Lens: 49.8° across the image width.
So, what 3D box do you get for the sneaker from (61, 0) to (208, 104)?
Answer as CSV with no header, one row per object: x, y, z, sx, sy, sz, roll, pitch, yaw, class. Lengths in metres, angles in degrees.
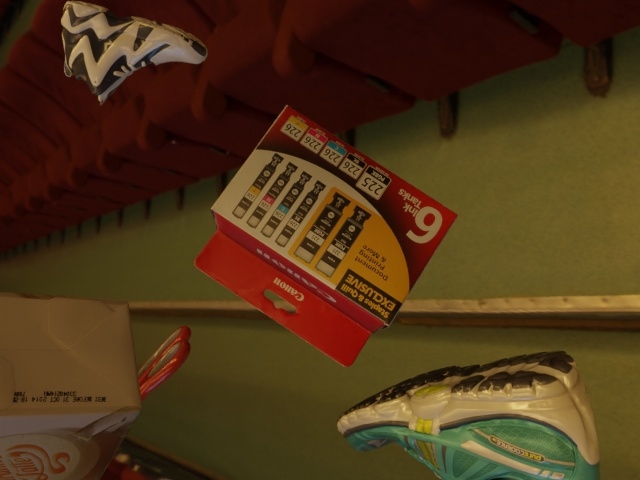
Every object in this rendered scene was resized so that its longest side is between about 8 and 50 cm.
-0.313,-0.288,1.134,0.094,0.235,0.152,-106,31,-67,sneaker

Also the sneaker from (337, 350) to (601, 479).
0.106,0.166,0.569,0.275,0.107,0.109,-26,80,58,sneaker

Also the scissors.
-0.265,0.231,0.884,0.297,0.021,0.109,-50,19,-10,scissors

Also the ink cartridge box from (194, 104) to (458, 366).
0.000,0.000,1.052,0.271,0.310,0.130,-57,-3,-14,ink cartridge box

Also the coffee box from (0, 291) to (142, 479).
-0.243,0.150,0.514,0.246,0.141,0.098,-54,42,36,coffee box
